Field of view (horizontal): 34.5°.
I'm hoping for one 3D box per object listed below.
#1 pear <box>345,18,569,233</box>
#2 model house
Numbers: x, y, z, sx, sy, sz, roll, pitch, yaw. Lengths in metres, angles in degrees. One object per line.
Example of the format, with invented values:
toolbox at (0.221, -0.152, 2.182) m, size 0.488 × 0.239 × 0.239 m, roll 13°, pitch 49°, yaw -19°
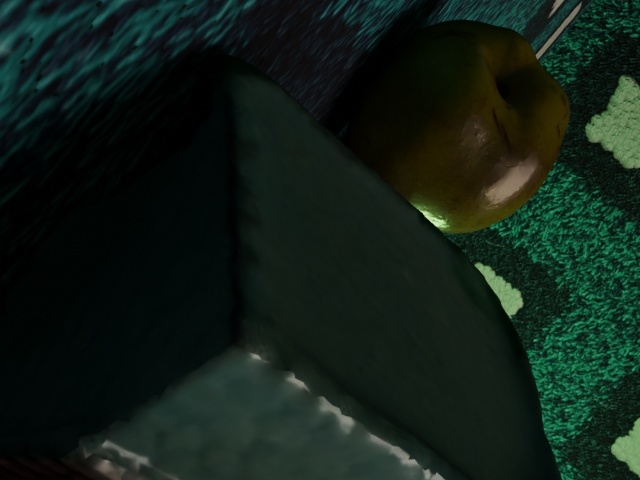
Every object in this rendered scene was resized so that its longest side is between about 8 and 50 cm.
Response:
pear at (0.120, -0.099, 0.939) m, size 0.200 × 0.200 × 0.200 m, roll -49°, pitch 174°, yaw -7°
model house at (-0.049, 0.098, 0.563) m, size 0.249 × 0.280 × 0.230 m, roll -35°, pitch -144°, yaw 23°
